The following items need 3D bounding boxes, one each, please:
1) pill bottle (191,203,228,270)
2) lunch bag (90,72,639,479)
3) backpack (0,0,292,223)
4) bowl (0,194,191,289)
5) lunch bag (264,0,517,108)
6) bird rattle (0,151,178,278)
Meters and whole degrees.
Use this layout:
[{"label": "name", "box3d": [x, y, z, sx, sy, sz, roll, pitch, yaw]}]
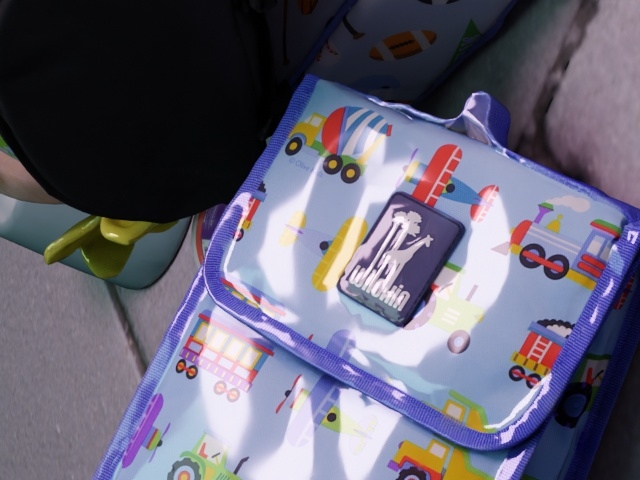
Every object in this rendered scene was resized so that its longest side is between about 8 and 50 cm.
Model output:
[{"label": "pill bottle", "box3d": [0.000, 0.000, 1.020, 0.193, 0.108, 0.108, 5, 91, 62]}, {"label": "lunch bag", "box3d": [0.042, 0.062, 0.846, 0.221, 0.138, 0.293, 26, 94, 31]}, {"label": "backpack", "box3d": [-0.175, -0.213, 0.961, 0.290, 0.273, 0.355, 81, 178, -60]}, {"label": "bowl", "box3d": [-0.234, -0.115, 1.433, 0.311, 0.163, 0.311, -17, 71, 62]}, {"label": "lunch bag", "box3d": [0.042, -0.228, 0.964, 0.303, 0.115, 0.243, -43, 48, 52]}, {"label": "bird rattle", "box3d": [-0.172, -0.110, 1.105, 0.143, 0.207, 0.253, -29, 62, 54]}]
